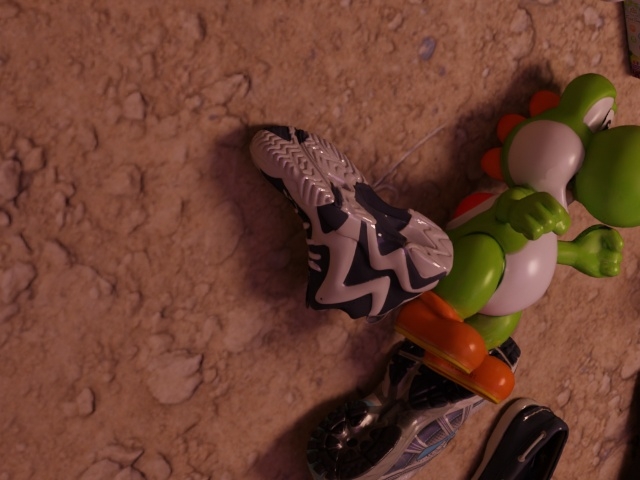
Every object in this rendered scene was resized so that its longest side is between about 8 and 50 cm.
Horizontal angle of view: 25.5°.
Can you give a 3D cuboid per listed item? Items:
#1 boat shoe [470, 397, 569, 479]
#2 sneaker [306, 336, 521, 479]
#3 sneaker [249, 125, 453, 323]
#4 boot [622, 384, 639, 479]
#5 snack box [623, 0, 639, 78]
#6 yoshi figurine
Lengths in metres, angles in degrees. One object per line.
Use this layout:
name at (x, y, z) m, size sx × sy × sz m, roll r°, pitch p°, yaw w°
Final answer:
boat shoe at (0.232, 0.321, 1.730) m, size 0.095 × 0.079 × 0.254 m, roll 18°, pitch 100°, yaw -41°
sneaker at (0.105, 0.197, 1.590) m, size 0.283 × 0.110 × 0.122 m, roll -33°, pitch 144°, yaw -17°
sneaker at (0.000, 0.000, 1.413) m, size 0.235 × 0.094 × 0.153 m, roll 31°, pitch 123°, yaw -17°
boot at (0.474, 0.310, 1.884) m, size 0.115 × 0.112 × 0.305 m, roll -11°, pitch 115°, yaw -43°
snack box at (0.416, -0.255, 1.622) m, size 0.141 × 0.037 × 0.100 m, roll -29°, pitch 123°, yaw -21°
yoshi figurine at (0.248, -0.004, 1.484) m, size 0.203 × 0.203 × 0.362 m, roll 34°, pitch 80°, yaw -15°
